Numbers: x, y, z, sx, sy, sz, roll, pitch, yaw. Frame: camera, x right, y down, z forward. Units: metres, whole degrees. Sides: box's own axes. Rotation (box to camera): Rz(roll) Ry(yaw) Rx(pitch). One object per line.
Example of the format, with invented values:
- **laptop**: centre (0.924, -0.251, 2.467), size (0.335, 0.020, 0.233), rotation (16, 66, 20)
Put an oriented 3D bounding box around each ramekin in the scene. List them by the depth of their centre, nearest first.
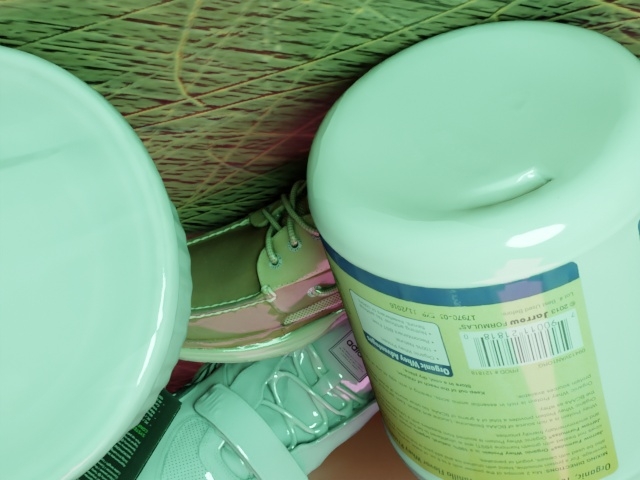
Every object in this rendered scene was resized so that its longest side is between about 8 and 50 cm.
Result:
- **ramekin**: centre (-0.200, 0.026, 0.958), size (0.273, 0.273, 0.127), rotation (-16, 172, 9)

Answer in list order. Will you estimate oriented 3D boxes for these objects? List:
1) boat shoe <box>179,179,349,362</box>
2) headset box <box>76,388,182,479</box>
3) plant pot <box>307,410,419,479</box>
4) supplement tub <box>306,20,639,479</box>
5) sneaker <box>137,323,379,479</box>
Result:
- **boat shoe**: centre (0.000, 0.000, 1.214), size (0.324, 0.123, 0.116), rotation (-14, 137, -7)
- **headset box**: centre (-0.285, 0.137, 1.186), size (0.246, 0.131, 0.283), rotation (41, 140, -11)
- **plant pot**: centre (-0.043, 0.274, 1.703), size (0.243, 0.275, 0.275), rotation (8, 153, -22)
- **supplement tub**: centre (0.133, 0.040, 1.064), size (0.228, 0.228, 0.316), rotation (-14, 130, 5)
- **sneaker**: centre (-0.026, 0.130, 1.309), size (0.210, 0.137, 0.366), rotation (-36, -172, 42)
